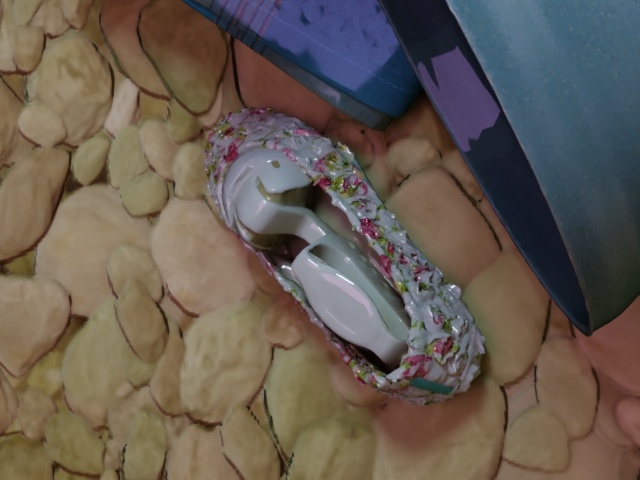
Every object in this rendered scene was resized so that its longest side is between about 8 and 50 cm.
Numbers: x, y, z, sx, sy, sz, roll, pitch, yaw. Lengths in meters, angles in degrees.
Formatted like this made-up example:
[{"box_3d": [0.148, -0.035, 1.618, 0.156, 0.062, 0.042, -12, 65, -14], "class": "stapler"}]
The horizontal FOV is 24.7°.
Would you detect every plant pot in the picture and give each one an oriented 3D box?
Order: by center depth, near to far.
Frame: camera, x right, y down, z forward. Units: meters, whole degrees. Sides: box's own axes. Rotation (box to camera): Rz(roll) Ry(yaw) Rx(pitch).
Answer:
[{"box_3d": [0.134, -0.132, 0.658, 0.196, 0.293, 0.293, -29, 71, 2], "class": "plant pot"}]

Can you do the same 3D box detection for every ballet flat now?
[{"box_3d": [0.000, 0.000, 0.840, 0.241, 0.077, 0.091, 44, 112, 27], "class": "ballet flat"}]

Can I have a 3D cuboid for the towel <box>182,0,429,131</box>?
[{"box_3d": [0.026, -0.282, 0.821, 0.271, 0.040, 0.370, 35, 106, 12], "class": "towel"}]
